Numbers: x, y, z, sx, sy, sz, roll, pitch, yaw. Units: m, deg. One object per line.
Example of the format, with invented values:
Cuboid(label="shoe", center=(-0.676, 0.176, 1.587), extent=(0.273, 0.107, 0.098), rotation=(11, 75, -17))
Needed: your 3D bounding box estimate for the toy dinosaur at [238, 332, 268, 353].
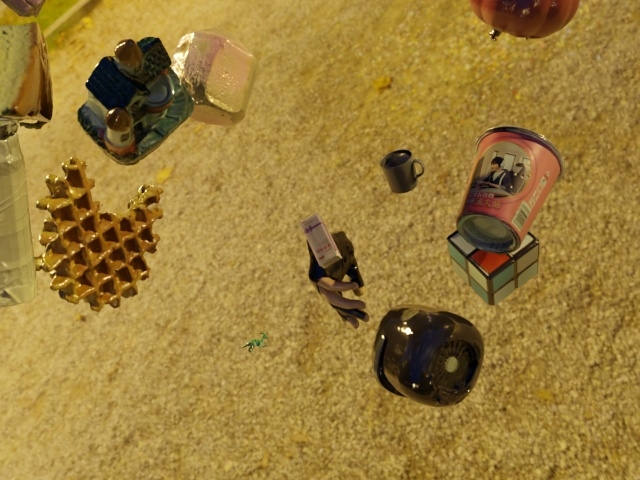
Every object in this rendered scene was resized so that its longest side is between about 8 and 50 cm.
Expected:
Cuboid(label="toy dinosaur", center=(-0.180, 0.275, 1.867), extent=(0.083, 0.021, 0.062), rotation=(20, 80, 21))

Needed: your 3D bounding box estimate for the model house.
Cuboid(label="model house", center=(-0.406, -0.334, 1.512), extent=(0.253, 0.184, 0.291), rotation=(-42, -4, -21))

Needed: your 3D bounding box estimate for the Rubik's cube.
Cuboid(label="Rubik's cube", center=(0.470, 0.040, 1.865), extent=(0.180, 0.167, 0.183), rotation=(-34, 53, -7))

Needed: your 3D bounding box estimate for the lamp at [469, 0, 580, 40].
Cuboid(label="lamp", center=(0.326, -0.394, 1.115), extent=(0.182, 0.140, 0.182), rotation=(6, 39, -5))

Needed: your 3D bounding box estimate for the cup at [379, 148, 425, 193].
Cuboid(label="cup", center=(0.194, -0.158, 1.579), extent=(0.100, 0.077, 0.078), rotation=(-1, 39, 32))

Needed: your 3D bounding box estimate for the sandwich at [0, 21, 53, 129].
Cuboid(label="sandwich", center=(-0.400, -0.203, 0.850), extent=(0.122, 0.128, 0.235), rotation=(-7, 9, -19))

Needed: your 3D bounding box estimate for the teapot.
Cuboid(label="teapot", center=(-0.369, -0.032, 0.735), extent=(0.107, 0.200, 0.077), rotation=(-3, 15, -14))

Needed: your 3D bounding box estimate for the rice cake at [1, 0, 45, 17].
Cuboid(label="rice cake", center=(-0.454, -0.390, 0.853), extent=(0.055, 0.270, 0.049), rotation=(-25, 34, 27))

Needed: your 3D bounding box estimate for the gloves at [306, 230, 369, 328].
Cuboid(label="gloves", center=(0.059, 0.113, 2.006), extent=(0.152, 0.301, 0.197), rotation=(-31, -7, 33))

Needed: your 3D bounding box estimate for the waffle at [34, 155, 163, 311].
Cuboid(label="waffle", center=(-0.400, -0.004, 1.238), extent=(0.069, 0.293, 0.260), rotation=(7, 81, 26))

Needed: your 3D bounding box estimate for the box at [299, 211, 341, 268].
Cuboid(label="box", center=(0.000, 0.000, 1.524), extent=(0.050, 0.036, 0.117), rotation=(-30, 68, 15))

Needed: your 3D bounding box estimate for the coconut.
Cuboid(label="coconut", center=(-0.291, -0.454, 1.855), extent=(0.233, 0.233, 0.245), rotation=(3, 80, 42))

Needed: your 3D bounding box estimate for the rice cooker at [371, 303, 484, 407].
Cuboid(label="rice cooker", center=(0.273, 0.292, 1.731), extent=(0.267, 0.267, 0.224), rotation=(-50, 29, -13))

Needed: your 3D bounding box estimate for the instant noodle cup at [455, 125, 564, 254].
Cuboid(label="instant noodle cup", center=(0.452, -0.113, 1.695), extent=(0.244, 0.244, 0.255), rotation=(5, 56, 43))
